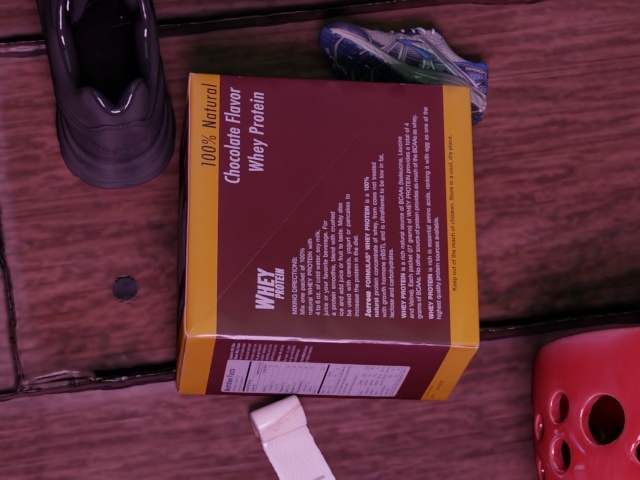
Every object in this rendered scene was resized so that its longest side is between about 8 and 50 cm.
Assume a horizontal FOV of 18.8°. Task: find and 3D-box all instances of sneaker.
[{"bbox_3d":[-0.161,-0.186,1.389,0.109,0.130,0.286,-15,70,-10],"label":"sneaker"},{"bbox_3d":[0.064,-0.134,1.443,0.135,0.052,0.058,25,58,-5],"label":"sneaker"}]

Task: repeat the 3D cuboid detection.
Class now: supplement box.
[{"bbox_3d":[0.000,0.000,1.335,0.194,0.129,0.191,2,69,-6],"label":"supplement box"}]

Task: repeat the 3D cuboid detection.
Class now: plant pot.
[{"bbox_3d":[0.235,0.157,1.273,0.191,0.191,0.174,2,75,-6],"label":"plant pot"}]

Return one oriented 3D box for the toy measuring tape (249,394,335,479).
[{"bbox_3d":[0.043,0.239,1.256,0.121,0.121,0.330,-22,73,-14],"label":"toy measuring tape"}]
